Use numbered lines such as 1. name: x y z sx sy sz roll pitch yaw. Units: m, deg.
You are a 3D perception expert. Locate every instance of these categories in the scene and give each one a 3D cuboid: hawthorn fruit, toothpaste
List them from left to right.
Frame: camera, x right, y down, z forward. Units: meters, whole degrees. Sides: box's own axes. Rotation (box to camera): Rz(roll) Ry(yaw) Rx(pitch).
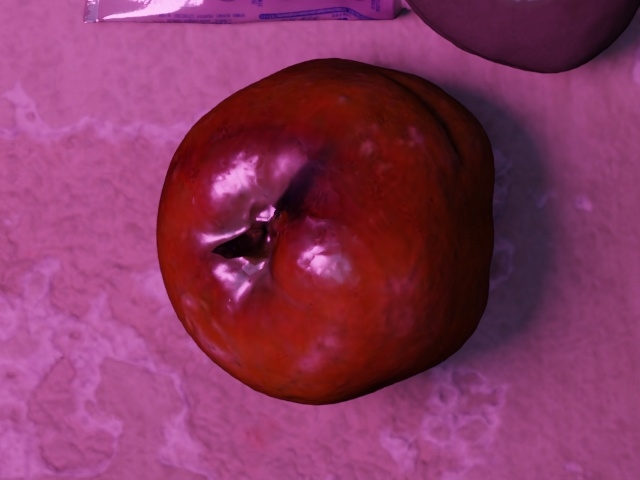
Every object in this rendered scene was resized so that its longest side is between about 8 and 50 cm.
1. toothpaste: -0.048 -0.213 1.344 0.301 0.048 0.075 4 110 7
2. hawthorn fruit: 0.000 0.000 1.245 0.267 0.301 0.268 6 104 24

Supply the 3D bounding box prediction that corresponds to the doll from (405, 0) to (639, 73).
1. doll: 0.134 -0.360 1.246 0.378 0.252 0.382 34 98 -36
